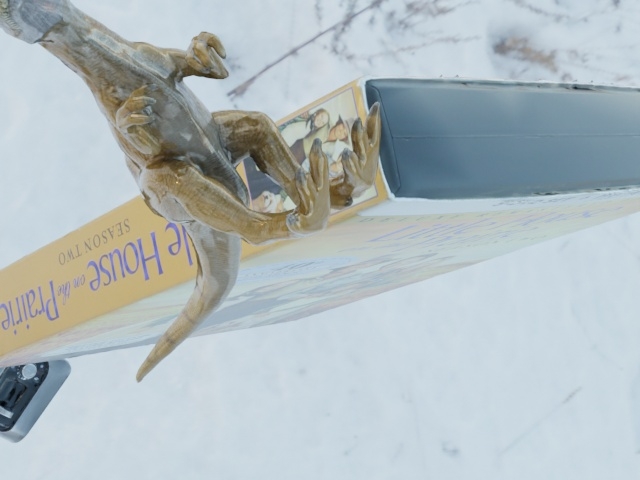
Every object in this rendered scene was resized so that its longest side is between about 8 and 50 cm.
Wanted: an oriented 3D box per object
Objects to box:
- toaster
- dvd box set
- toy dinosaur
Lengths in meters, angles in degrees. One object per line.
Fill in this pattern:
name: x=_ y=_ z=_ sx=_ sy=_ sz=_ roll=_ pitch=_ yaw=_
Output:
toaster: x=-0.377 y=0.112 z=1.150 sx=0.168 sy=0.185 sz=0.110 roll=39 pitch=77 yaw=-38
dvd box set: x=0.000 y=0.000 z=0.709 sx=0.307 sy=0.420 sz=0.062 roll=-5 pitch=79 yaw=-43
toy dinosaur: x=-0.040 y=-0.020 z=0.375 sx=0.211 sy=0.112 sz=0.064 roll=69 pitch=37 yaw=-49
